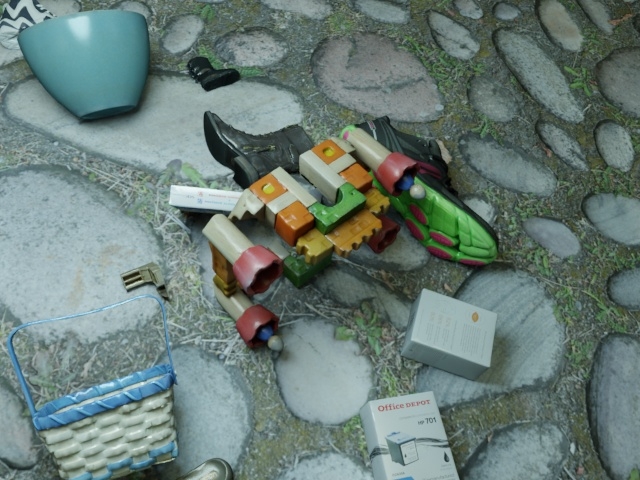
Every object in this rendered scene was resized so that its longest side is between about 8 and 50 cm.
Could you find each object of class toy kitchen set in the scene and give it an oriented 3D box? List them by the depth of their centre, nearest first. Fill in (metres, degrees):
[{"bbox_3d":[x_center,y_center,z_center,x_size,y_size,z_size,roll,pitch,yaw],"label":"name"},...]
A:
[{"bbox_3d":[-0.361,0.095,1.205,0.075,0.083,0.068,-22,107,-22],"label":"toy kitchen set"}]

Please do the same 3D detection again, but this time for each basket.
[{"bbox_3d":[-0.374,0.257,1.002,0.255,0.201,0.289,-12,93,-18],"label":"basket"}]

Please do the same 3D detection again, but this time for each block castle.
[{"bbox_3d":[0.000,0.000,1.192,0.453,0.303,0.213,-35,65,-27],"label":"block castle"}]

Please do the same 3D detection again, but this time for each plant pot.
[{"bbox_3d":[-0.529,-0.399,1.377,0.290,0.290,0.195,-18,100,-20],"label":"plant pot"}]

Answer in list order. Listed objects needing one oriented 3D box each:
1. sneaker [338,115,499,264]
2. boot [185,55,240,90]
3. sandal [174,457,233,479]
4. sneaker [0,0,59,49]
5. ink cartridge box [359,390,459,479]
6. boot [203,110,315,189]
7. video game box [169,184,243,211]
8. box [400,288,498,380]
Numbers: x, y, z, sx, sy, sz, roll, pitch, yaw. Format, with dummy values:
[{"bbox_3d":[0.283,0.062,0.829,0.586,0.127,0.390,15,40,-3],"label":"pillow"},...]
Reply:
[{"bbox_3d":[0.254,-0.141,1.394,0.202,0.185,0.483,-36,72,-23],"label":"sneaker"},{"bbox_3d":[-0.291,-0.457,1.567,0.121,0.045,0.099,-26,64,-23],"label":"boot"},{"bbox_3d":[-0.244,0.454,0.999,0.219,0.060,0.090,-33,57,-26],"label":"sandal"},{"bbox_3d":[-0.723,-0.589,1.533,0.235,0.094,0.153,-10,70,-5],"label":"sneaker"},{"bbox_3d":[0.167,0.398,1.108,0.139,0.082,0.191,-6,62,-14],"label":"ink cartridge box"},{"bbox_3d":[-0.144,-0.244,1.450,0.229,0.091,0.263,-28,71,-30],"label":"boot"},{"bbox_3d":[-0.220,-0.081,1.260,0.187,0.205,0.048,3,89,-8],"label":"video game box"},{"bbox_3d":[0.274,0.201,1.242,0.170,0.091,0.130,20,57,2],"label":"box"}]
